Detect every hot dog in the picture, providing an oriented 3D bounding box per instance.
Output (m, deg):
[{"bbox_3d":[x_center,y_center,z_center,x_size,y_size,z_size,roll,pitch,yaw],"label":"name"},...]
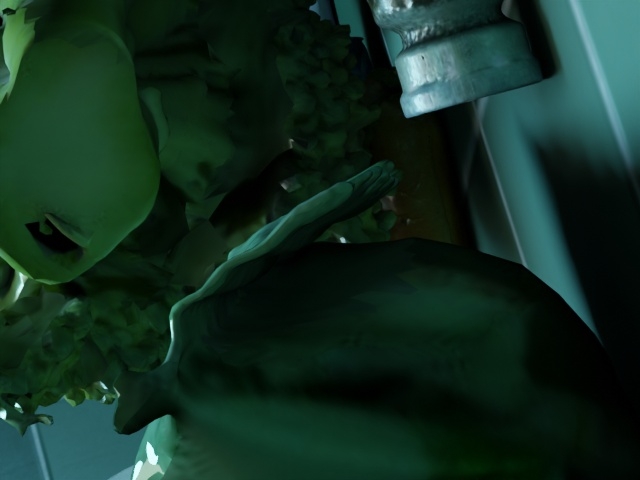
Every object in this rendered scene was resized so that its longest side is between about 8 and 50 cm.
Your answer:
[{"bbox_3d":[0.045,0.002,0.940,0.072,0.055,0.188,-113,9,-62],"label":"hot dog"}]

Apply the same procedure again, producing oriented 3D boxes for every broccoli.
[{"bbox_3d":[-0.076,-0.072,0.801,0.249,0.375,0.302,22,-166,-39],"label":"broccoli"}]

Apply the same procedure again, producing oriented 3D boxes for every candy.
[{"bbox_3d":[0.074,0.162,0.604,0.398,0.172,0.263,55,-171,-6],"label":"candy"}]

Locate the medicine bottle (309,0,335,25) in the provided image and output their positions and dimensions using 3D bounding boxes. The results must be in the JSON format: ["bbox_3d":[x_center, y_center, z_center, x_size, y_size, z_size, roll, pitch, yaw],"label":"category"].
[{"bbox_3d":[-0.161,-0.155,1.390,0.212,0.325,0.212,166,90,-88],"label":"medicine bottle"}]

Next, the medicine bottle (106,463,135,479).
[{"bbox_3d":[-0.015,0.322,1.169,0.384,0.224,0.224,54,-172,-28],"label":"medicine bottle"}]

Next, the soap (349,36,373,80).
[{"bbox_3d":[0.000,0.000,1.058,0.293,0.077,0.156,-78,-23,-59],"label":"soap"}]

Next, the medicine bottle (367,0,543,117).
[{"bbox_3d":[0.023,-0.136,0.608,0.051,0.051,0.191,-151,44,-86],"label":"medicine bottle"}]
